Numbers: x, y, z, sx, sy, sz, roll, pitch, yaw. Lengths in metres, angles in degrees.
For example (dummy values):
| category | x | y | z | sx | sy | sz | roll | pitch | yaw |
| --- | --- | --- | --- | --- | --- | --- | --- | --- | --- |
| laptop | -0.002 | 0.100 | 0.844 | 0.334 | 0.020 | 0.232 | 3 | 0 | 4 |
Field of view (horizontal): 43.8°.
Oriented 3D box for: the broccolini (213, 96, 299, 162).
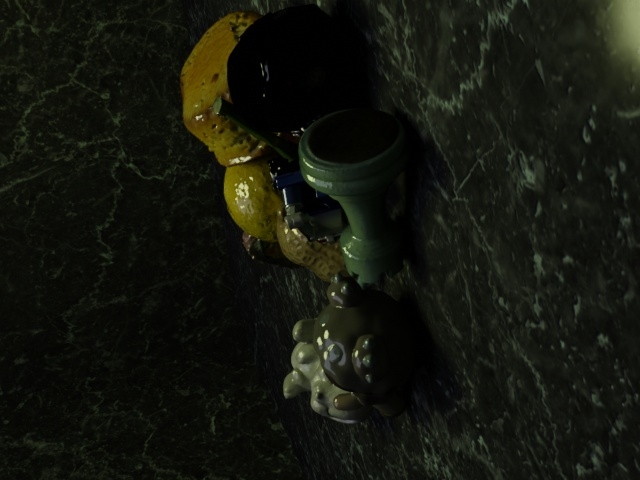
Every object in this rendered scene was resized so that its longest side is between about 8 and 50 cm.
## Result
| category | x | y | z | sx | sy | sz | roll | pitch | yaw |
| --- | --- | --- | --- | --- | --- | --- | --- | --- | --- |
| broccolini | -0.084 | -0.168 | 1.699 | 0.078 | 0.392 | 0.074 | -22 | 47 | 43 |

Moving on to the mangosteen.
| category | x | y | z | sx | sy | sz | roll | pitch | yaw |
| --- | --- | --- | --- | --- | --- | --- | --- | --- | --- |
| mangosteen | -0.049 | -0.308 | 1.558 | 0.287 | 0.233 | 0.288 | 27 | 126 | 45 |

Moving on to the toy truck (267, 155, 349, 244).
| category | x | y | z | sx | sy | sz | roll | pitch | yaw |
| --- | --- | --- | --- | --- | --- | --- | --- | --- | --- |
| toy truck | 0.001 | -0.084 | 1.584 | 0.213 | 0.161 | 0.177 | 31 | -132 | -62 |

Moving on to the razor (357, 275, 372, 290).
| category | x | y | z | sx | sy | sz | roll | pitch | yaw |
| --- | --- | --- | --- | --- | --- | --- | --- | --- | --- |
| razor | 0.097 | 0.068 | 1.698 | 0.232 | 0.106 | 0.068 | 105 | 149 | -46 |

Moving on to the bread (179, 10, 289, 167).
| category | x | y | z | sx | sy | sz | roll | pitch | yaw |
| --- | --- | --- | --- | --- | --- | --- | --- | --- | --- |
| bread | -0.182 | -0.353 | 1.826 | 0.337 | 0.204 | 0.358 | -44 | 41 | 26 |

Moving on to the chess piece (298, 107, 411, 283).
| category | x | y | z | sx | sy | sz | roll | pitch | yaw |
| --- | --- | --- | --- | --- | --- | --- | --- | --- | --- |
| chess piece | 0.078 | -0.068 | 1.434 | 0.195 | 0.194 | 0.299 | -120 | 11 | -48 |

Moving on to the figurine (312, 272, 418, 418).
| category | x | y | z | sx | sy | sz | roll | pitch | yaw |
| --- | --- | --- | --- | --- | --- | --- | --- | --- | --- |
| figurine | 0.103 | 0.245 | 1.638 | 0.381 | 0.203 | 0.248 | 74 | 180 | -52 |

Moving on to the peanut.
| category | x | y | z | sx | sy | sz | roll | pitch | yaw |
| --- | --- | --- | --- | --- | --- | --- | --- | --- | --- |
| peanut | 0.000 | 0.000 | 1.767 | 0.110 | 0.233 | 0.197 | -64 | 4 | -36 |

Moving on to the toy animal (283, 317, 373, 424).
| category | x | y | z | sx | sy | sz | roll | pitch | yaw |
| --- | --- | --- | --- | --- | --- | --- | --- | --- | --- |
| toy animal | 0.044 | 0.339 | 1.993 | 0.265 | 0.205 | 0.272 | 32 | 116 | 54 |

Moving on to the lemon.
| category | x | y | z | sx | sy | sz | roll | pitch | yaw |
| --- | --- | --- | --- | --- | --- | --- | --- | --- | --- |
| lemon | -0.111 | -0.129 | 1.945 | 0.310 | 0.257 | 0.258 | -127 | 26 | -51 |

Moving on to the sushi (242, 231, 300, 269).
| category | x | y | z | sx | sy | sz | roll | pitch | yaw |
| --- | --- | --- | --- | --- | --- | --- | --- | --- | --- |
| sushi | -0.123 | -0.012 | 2.425 | 0.161 | 0.241 | 0.107 | -56 | 41 | 19 |
